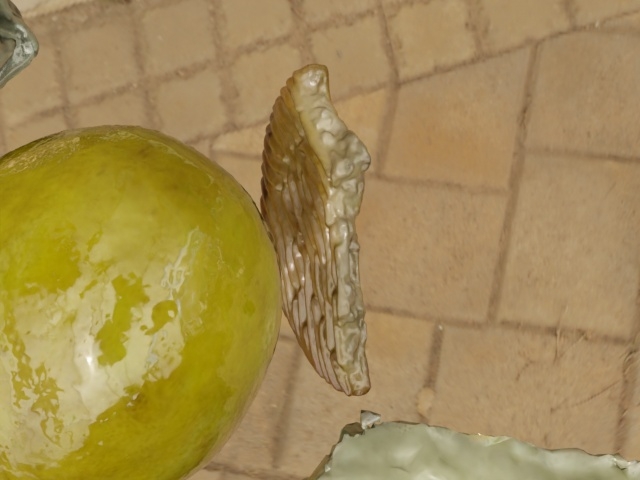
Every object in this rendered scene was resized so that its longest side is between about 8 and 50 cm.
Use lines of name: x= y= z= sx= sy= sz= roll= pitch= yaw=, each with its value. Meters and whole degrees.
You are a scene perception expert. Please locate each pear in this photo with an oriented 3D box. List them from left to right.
pear: x=-0.093 y=0.033 z=0.423 sx=0.149 sy=0.149 sz=0.162 roll=27 pitch=87 yaw=17

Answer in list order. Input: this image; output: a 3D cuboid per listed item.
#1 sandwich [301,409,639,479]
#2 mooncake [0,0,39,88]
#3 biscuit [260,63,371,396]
sandwich: x=0.061 y=0.219 z=0.320 sx=0.262 sy=0.131 sz=0.325 roll=-16 pitch=63 yaw=-18
mooncake: x=-0.359 y=-0.141 z=0.697 sx=0.250 sy=0.136 sz=0.254 roll=-43 pitch=59 yaw=-9
biscuit: x=-0.001 y=0.000 z=0.745 sx=0.031 sy=0.176 sz=0.228 roll=-9 pitch=69 yaw=-26
